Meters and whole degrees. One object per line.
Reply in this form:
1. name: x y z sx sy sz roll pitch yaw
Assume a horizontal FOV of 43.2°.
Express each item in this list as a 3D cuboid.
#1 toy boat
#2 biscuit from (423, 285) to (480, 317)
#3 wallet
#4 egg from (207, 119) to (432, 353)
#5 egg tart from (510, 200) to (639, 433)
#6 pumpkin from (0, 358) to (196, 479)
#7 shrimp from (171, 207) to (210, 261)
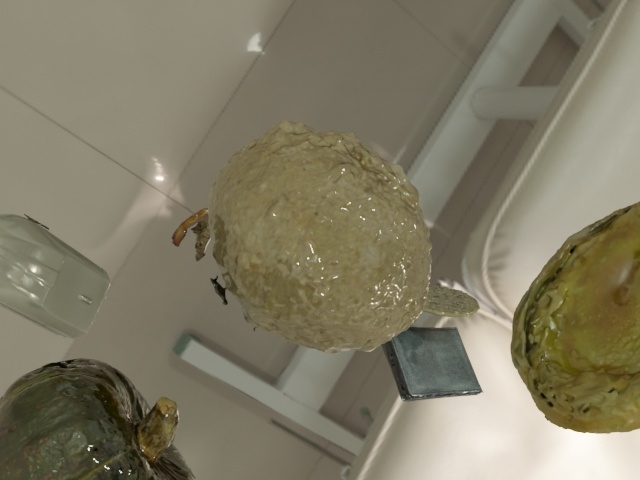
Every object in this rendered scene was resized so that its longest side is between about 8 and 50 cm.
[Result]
1. toy boat: -0.443 0.047 1.227 0.141 0.140 0.269 -57 137 -7
2. biscuit: 0.263 0.130 1.715 0.152 0.152 0.020 -2 110 -25
3. wallet: 0.233 0.256 1.708 0.222 0.036 0.167 4 53 -36
4. egg: 0.000 0.000 1.022 0.279 0.279 0.310 -41 91 -13
5. egg tart: 0.314 0.079 0.796 0.118 0.288 0.288 37 83 -23
6. pumpkin: -0.216 0.231 0.823 0.189 0.260 0.260 -39 112 -8
7. shrimp: -0.207 -0.003 1.322 0.091 0.025 0.127 -32 151 -36
